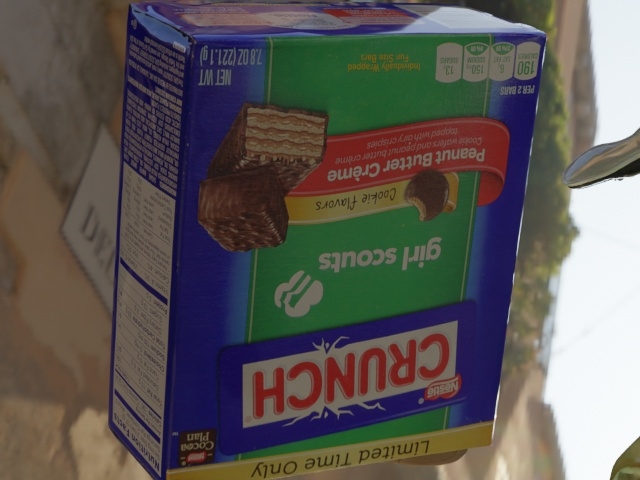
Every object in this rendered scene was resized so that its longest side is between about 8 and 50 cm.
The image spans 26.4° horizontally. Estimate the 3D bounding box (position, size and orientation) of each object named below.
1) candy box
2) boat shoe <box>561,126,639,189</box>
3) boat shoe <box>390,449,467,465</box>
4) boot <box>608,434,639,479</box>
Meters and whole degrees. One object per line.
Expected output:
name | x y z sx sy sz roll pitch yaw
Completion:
candy box | 0.000 0.000 0.957 0.268 0.122 0.317 -5 -67 -27
boat shoe | 0.292 -0.077 1.301 0.125 0.046 0.038 -29 -53 13
boat shoe | 0.035 0.174 1.539 0.285 0.092 0.103 12 -67 11
boot | 0.321 0.128 1.143 0.236 0.269 0.089 -3 -63 50
